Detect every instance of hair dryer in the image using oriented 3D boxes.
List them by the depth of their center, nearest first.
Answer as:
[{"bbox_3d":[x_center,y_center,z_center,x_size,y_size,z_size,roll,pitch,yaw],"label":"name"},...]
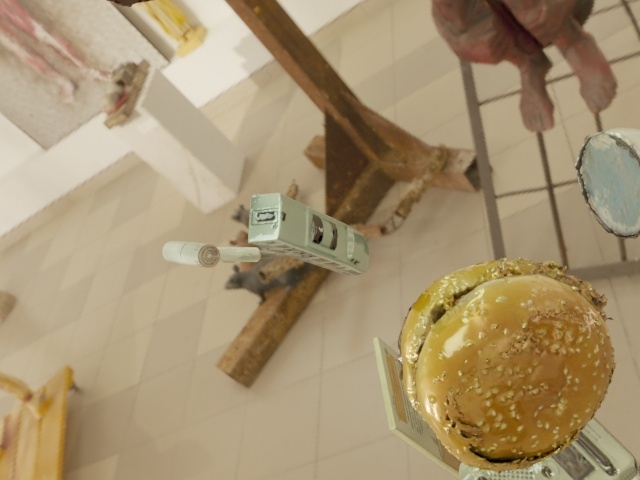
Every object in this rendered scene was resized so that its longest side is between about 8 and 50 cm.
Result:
[{"bbox_3d":[-0.169,0.025,1.366,0.155,0.183,0.044,6,93,54],"label":"hair dryer"}]

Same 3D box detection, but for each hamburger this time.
[{"bbox_3d":[0.168,0.103,0.661,0.191,0.181,0.118,-32,29,-4],"label":"hamburger"}]

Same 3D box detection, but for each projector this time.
[{"bbox_3d":[0.301,0.296,1.010,0.177,0.242,0.163,-44,67,3],"label":"projector"}]

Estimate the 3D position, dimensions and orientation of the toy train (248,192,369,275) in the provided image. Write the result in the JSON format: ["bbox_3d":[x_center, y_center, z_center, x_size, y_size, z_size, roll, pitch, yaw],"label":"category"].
[{"bbox_3d":[0.000,0.000,0.723,0.047,0.207,0.043,-4,77,27],"label":"toy train"}]

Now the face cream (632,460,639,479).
[{"bbox_3d":[0.630,0.367,1.240,0.283,0.073,0.073,-35,31,44],"label":"face cream"}]

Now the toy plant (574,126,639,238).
[{"bbox_3d":[0.729,-0.156,1.554,0.332,0.247,0.247,-18,32,-11],"label":"toy plant"}]

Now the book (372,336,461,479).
[{"bbox_3d":[0.202,0.342,1.540,0.020,0.295,0.207,-29,43,21],"label":"book"}]

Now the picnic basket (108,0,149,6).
[{"bbox_3d":[-0.193,-0.294,0.466,0.129,0.297,0.222,19,84,44],"label":"picnic basket"}]
